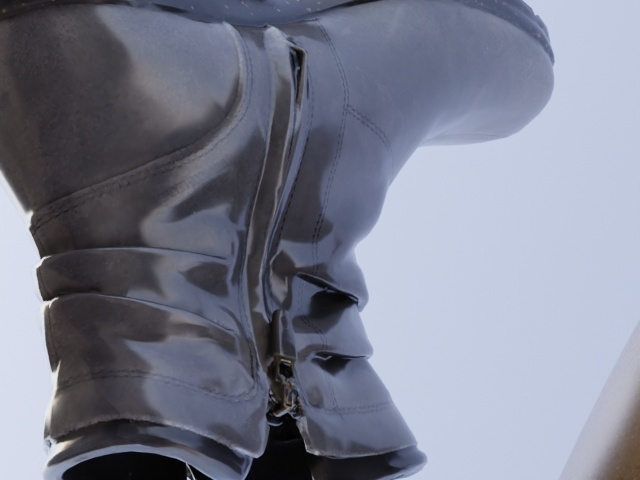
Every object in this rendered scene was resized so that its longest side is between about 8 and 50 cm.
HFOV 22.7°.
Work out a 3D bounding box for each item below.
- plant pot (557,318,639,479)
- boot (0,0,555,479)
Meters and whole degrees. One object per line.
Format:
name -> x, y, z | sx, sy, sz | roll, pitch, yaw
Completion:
plant pot -> 0.226, 0.036, 0.584 | 0.237, 0.237, 0.254 | 9, -111, 32
boot -> 0.000, 0.000, 0.659 | 0.118, 0.338, 0.223 | -32, -111, 42
